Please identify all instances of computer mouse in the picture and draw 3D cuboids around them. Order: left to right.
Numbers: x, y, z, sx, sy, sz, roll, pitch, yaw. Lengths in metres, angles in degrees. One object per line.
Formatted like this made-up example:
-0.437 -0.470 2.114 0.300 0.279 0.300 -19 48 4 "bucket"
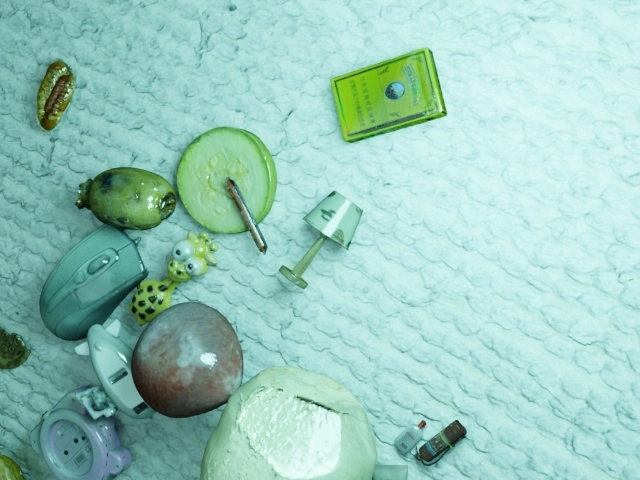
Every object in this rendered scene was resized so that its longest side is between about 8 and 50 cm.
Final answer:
-0.588 0.111 1.715 0.371 0.122 0.188 -42 79 15 "computer mouse"

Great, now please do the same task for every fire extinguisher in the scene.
0.250 0.432 1.443 0.132 0.039 0.056 -44 47 17 "fire extinguisher"

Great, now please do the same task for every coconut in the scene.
-0.068 0.465 1.413 0.346 0.346 0.360 21 98 19 "coconut"

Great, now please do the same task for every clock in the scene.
-0.615 0.529 1.759 0.227 0.090 0.248 -45 79 18 "clock"

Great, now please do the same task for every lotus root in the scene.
-0.478 -0.106 1.640 0.278 0.154 0.154 8 96 21 "lotus root"

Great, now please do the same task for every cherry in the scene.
-0.295 0.274 1.532 0.307 0.221 0.261 24 82 46 "cherry"

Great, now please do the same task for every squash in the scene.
-0.220 -0.136 1.590 0.252 0.049 0.252 2 95 20 "squash"

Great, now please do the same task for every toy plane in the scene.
-0.485 0.319 1.674 0.267 0.122 0.266 0 86 1 "toy plane"

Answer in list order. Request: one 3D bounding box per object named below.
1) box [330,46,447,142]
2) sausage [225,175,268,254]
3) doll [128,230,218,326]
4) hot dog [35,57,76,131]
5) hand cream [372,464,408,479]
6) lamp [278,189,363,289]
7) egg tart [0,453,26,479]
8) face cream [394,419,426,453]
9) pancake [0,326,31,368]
0.142 -0.302 1.435 0.220 0.064 0.140 -13 87 20 "box"
-0.167 -0.057 1.544 0.028 0.025 0.198 -33 83 53 "sausage"
-0.355 0.095 1.634 0.291 0.086 0.117 -44 81 17 "doll"
-0.682 -0.370 1.757 0.099 0.053 0.192 27 100 22 "hot dog"
0.155 0.582 1.484 0.087 0.054 0.186 -6 84 17 "hand cream"
0.000 0.000 1.470 0.121 0.121 0.214 38 92 16 "lamp"
-0.914 0.693 1.862 0.341 0.129 0.341 2 95 21 "egg tart"
0.197 0.419 1.471 0.040 0.021 0.083 44 107 15 "face cream"
-0.869 0.266 1.880 0.191 0.020 0.184 11 96 20 "pancake"
